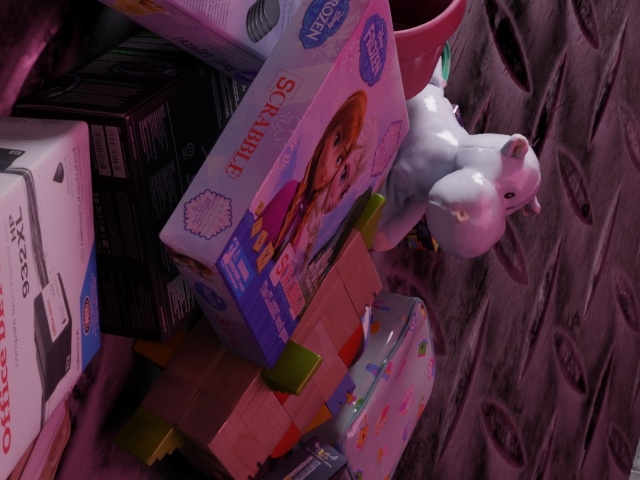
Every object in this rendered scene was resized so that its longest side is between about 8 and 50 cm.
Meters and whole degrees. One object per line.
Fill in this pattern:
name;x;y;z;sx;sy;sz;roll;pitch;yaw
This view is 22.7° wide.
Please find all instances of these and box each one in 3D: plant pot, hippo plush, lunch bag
plant pot;0.079;-0.272;1.972;0.180;0.201;0.201;85;26;-58
hippo plush;0.171;-0.075;2.084;0.294;0.236;0.234;-51;152;-23
lunch bag;0.058;0.223;2.145;0.279;0.108;0.224;-58;152;-34

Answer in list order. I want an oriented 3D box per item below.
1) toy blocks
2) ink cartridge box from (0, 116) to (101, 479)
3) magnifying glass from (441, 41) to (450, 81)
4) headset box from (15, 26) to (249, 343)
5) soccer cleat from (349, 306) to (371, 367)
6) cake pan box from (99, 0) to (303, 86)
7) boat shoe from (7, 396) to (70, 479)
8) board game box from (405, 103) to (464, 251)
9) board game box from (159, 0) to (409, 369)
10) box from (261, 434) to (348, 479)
toy blocks;-0.047;0.139;1.819;0.381;0.190;0.261;-55;154;-16
ink cartridge box;-0.282;0.041;1.300;0.307;0.129;0.223;-67;158;-71
magnifying glass;0.131;-0.249;2.244;0.231;0.026;0.092;-8;105;-61
headset box;-0.154;-0.075;1.618;0.283;0.131;0.246;-45;135;-50
soccer cleat;0.000;0.000;1.995;0.143;0.116;0.331;-76;162;-69
cake pan box;-0.102;-0.309;1.509;0.245;0.070;0.267;25;66;-55
boat shoe;-0.305;0.253;1.440;0.302;0.113;0.103;-64;148;-26
board game box;0.166;-0.093;2.333;0.170;0.048;0.141;-61;148;-35
board game box;-0.021;-0.064;1.578;0.318;0.066;0.319;-60;163;-15
box;-0.075;0.356;1.869;0.183;0.059;0.233;-33;157;-57
